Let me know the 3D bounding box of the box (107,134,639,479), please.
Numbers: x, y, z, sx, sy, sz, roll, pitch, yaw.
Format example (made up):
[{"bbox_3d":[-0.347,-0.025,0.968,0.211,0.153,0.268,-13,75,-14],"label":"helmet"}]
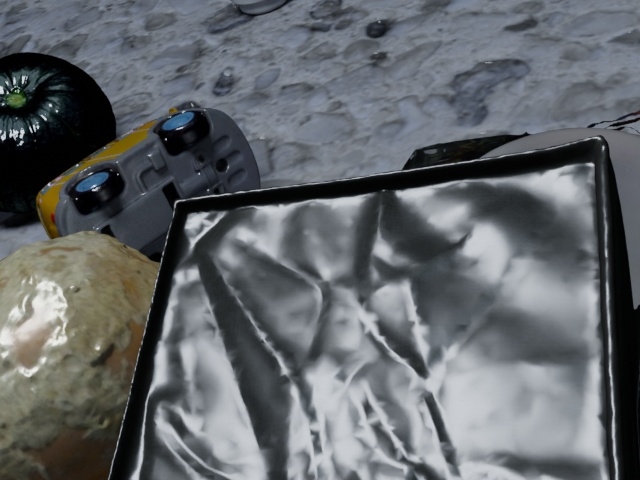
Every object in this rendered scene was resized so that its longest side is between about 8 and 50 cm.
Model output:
[{"bbox_3d":[0.040,0.149,0.573,0.251,0.204,0.345,-6,51,19],"label":"box"}]

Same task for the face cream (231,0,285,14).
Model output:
[{"bbox_3d":[-0.089,-0.364,1.518,0.091,0.095,0.091,-14,35,10],"label":"face cream"}]

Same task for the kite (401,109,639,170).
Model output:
[{"bbox_3d":[0.185,-0.084,0.995,0.245,0.141,0.015,-13,78,-2],"label":"kite"}]

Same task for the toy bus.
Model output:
[{"bbox_3d":[-0.174,-0.044,1.096,0.209,0.126,0.136,-37,29,-24],"label":"toy bus"}]

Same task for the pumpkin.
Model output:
[{"bbox_3d":[-0.329,-0.120,1.263,0.202,0.140,0.202,-2,53,3],"label":"pumpkin"}]

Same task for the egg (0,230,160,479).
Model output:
[{"bbox_3d":[-0.199,0.102,0.844,0.195,0.195,0.233,14,65,40],"label":"egg"}]

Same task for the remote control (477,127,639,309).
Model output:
[{"bbox_3d":[0.156,0.022,0.847,0.221,0.103,0.332,19,50,41],"label":"remote control"}]
